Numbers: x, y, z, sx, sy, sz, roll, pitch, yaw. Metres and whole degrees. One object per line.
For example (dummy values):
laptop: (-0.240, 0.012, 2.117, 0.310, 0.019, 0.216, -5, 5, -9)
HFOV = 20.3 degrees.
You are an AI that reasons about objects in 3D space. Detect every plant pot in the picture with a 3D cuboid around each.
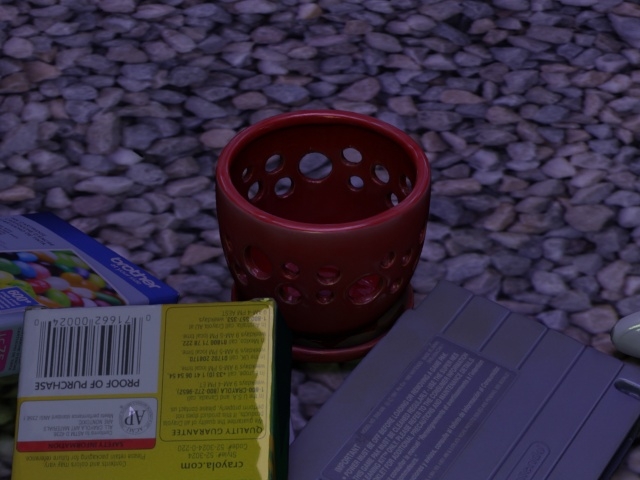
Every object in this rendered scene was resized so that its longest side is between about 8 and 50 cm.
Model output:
plant pot: (0.000, 0.000, 1.610, 0.191, 0.174, 0.191, 2, 39, -1)

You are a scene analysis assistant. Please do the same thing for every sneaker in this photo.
sneaker: (0.334, 0.102, 1.599, 0.152, 0.053, 0.061, 11, 42, 10)

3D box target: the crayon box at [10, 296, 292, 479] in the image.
crayon box: (-0.128, 0.206, 1.325, 0.202, 0.081, 0.318, -2, 67, 9)

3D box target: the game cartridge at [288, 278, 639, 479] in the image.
game cartridge: (0.109, 0.180, 1.465, 0.230, 0.068, 0.355, 22, 40, 22)

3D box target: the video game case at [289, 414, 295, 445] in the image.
video game case: (-0.108, 0.211, 1.459, 0.193, 0.023, 0.212, -4, 39, -8)

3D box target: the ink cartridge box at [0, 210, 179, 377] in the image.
ink cartridge box: (-0.261, 0.042, 1.549, 0.186, 0.065, 0.311, 30, 21, 33)
